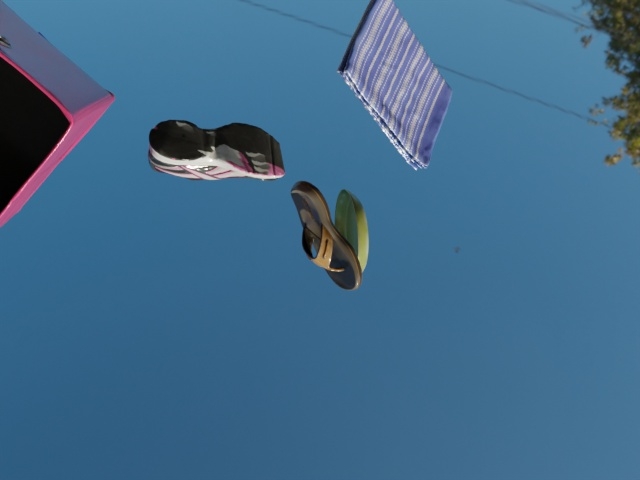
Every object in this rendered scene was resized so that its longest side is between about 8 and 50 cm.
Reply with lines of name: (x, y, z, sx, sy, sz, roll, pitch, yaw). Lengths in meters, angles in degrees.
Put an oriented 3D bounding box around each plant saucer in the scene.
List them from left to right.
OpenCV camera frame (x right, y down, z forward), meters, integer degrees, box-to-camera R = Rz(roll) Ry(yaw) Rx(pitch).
plant saucer: (0.081, -0.012, 1.579, 0.037, 0.241, 0.241, -4, -128, -12)

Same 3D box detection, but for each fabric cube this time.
fabric cube: (-0.457, -0.162, 0.785, 0.254, 0.259, 0.258, 41, -170, -18)

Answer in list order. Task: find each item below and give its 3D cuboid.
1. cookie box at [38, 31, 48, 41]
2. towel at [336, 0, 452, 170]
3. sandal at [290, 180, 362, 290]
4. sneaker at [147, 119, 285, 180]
cookie box: (-0.480, -0.292, 1.079, 0.092, 0.107, 0.040, 46, -127, -13)
towel: (0.177, -0.338, 1.326, 0.040, 0.336, 0.243, 3, -119, 42)
sandal: (0.000, 0.000, 1.092, 0.090, 0.219, 0.060, -1, -149, 49)
sneaker: (-0.134, -0.108, 0.790, 0.178, 0.077, 0.072, 9, -113, -25)
